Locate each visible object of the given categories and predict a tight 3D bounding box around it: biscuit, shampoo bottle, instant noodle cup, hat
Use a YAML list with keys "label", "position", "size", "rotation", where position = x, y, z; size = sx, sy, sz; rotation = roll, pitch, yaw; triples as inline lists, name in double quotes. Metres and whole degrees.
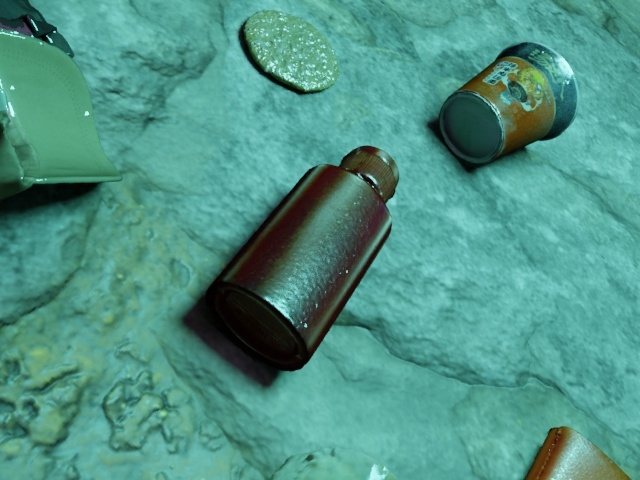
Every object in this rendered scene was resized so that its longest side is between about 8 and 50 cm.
- label: "biscuit"
  position: [-0.031, -0.207, 1.063]
  size: [0.120, 0.015, 0.120]
  rotation: [20, 45, -22]
- label: "shampoo bottle"
  position: [0.000, 0.000, 0.878]
  size: [0.102, 0.064, 0.260]
  rotation: [39, 42, -3]
- label: "instant noodle cup"
  position: [0.210, -0.152, 1.128]
  size: [0.135, 0.127, 0.127]
  rotation: [-31, 77, -38]
- label: "hat"
  position: [-0.254, -0.077, 0.771]
  size: [0.166, 0.144, 0.173]
  rotation: [64, 3, 19]

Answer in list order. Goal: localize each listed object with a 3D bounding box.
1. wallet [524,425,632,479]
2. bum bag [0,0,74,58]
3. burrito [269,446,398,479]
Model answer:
- label: "wallet"
  position: [0.217, 0.267, 0.832]
  size: [0.142, 0.045, 0.204]
  rotation: [43, 41, 4]
- label: "bum bag"
  position: [-0.298, -0.223, 0.856]
  size: [0.198, 0.049, 0.087]
  rotation: [47, 38, 7]
- label: "burrito"
  position: [-0.026, 0.268, 0.612]
  size: [0.143, 0.105, 0.299]
  rotation: [41, 40, -6]
